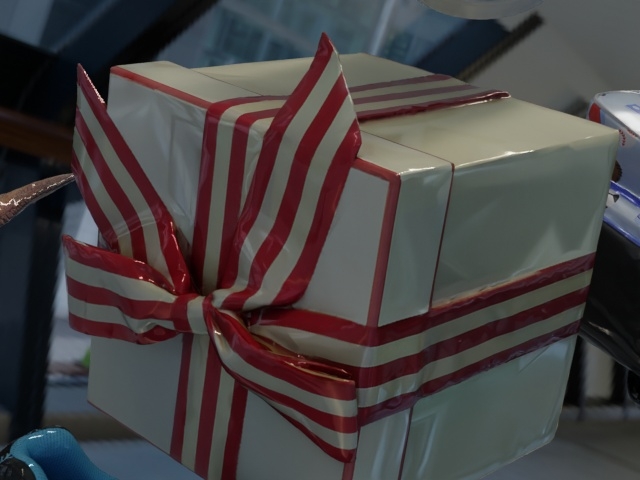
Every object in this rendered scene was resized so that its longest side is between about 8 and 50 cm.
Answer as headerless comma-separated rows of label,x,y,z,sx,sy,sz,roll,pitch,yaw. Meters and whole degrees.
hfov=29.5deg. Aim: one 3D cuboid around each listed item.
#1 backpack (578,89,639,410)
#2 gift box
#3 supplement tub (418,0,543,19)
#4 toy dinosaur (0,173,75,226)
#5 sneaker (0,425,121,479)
backpack,0.282,-0.004,1.010,0.276,0.213,0.263,44,24,18
gift box,0.000,0.000,0.736,0.255,0.276,0.258,18,23,39
supplement tub,0.102,-0.249,0.746,0.144,0.144,0.200,20,-29,17
toy dinosaur,-0.371,-0.049,1.049,0.295,0.127,0.200,18,13,-7
sneaker,-0.047,0.222,0.651,0.340,0.140,0.125,25,24,-5
